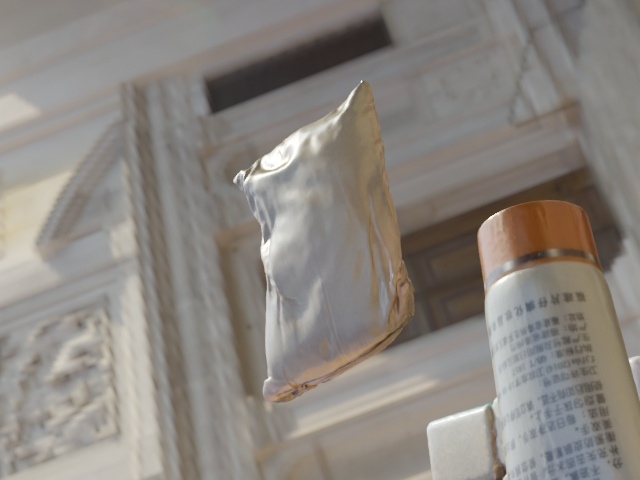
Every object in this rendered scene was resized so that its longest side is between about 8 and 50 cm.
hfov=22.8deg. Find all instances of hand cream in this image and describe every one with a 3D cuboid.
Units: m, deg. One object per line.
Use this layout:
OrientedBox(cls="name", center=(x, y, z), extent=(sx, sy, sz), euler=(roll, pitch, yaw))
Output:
OrientedBox(cls="hand cream", center=(0.178, 0.122, 1.112), extent=(0.089, 0.139, 0.314), euler=(24, -128, -41))

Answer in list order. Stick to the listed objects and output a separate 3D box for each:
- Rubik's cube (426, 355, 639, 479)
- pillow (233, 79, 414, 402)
OrientedBox(cls="Rubik's cube", center=(0.333, 0.307, 1.587), extent=(0.322, 0.316, 0.319), euler=(7, -110, -35))
OrientedBox(cls="pillow", center=(0.000, 0.000, 1.476), extent=(0.067, 0.173, 0.270), euler=(26, -134, -49))
